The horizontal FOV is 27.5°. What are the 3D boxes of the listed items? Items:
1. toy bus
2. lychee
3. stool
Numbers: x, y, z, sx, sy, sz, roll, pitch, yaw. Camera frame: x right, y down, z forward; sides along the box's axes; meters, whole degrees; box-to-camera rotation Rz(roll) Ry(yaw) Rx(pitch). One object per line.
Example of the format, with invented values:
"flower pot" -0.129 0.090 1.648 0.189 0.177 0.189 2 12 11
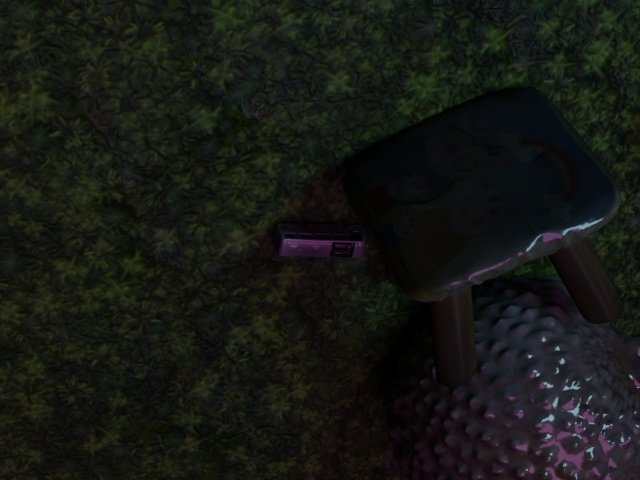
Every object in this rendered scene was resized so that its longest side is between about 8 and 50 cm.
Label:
"toy bus" 0.000 0.000 1.837 0.131 0.052 0.037 2 122 -18
"lychee" 0.300 0.244 1.910 0.432 0.380 0.380 -27 130 28
"stool" 0.226 -0.010 1.749 0.310 0.310 0.226 -24 133 0
